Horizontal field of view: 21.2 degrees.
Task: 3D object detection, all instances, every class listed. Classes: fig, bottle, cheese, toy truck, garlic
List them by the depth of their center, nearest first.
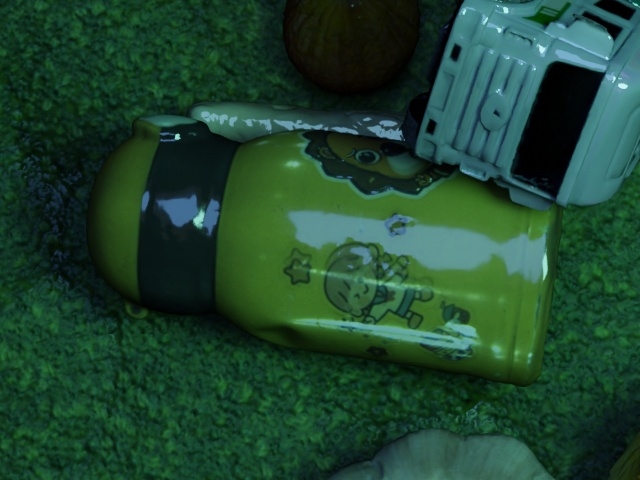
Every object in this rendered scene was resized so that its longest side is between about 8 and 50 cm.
[{"bbox_3d":[0.086,0.229,1.185,0.218,0.212,0.218,-1,79,7],"label":"garlic"},{"bbox_3d":[0.199,-0.164,1.239,0.178,0.176,0.363,27,38,16],"label":"toy truck"},{"bbox_3d":[0.000,0.000,1.271,0.351,0.171,0.171,8,75,5],"label":"bottle"},{"bbox_3d":[0.012,-0.175,1.342,0.119,0.153,0.119,1,92,29],"label":"fig"},{"bbox_3d":[-0.010,-0.087,1.352,0.194,0.065,0.043,3,103,7],"label":"cheese"}]

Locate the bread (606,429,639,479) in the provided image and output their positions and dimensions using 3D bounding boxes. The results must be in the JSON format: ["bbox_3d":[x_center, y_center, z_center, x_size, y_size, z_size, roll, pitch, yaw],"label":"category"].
[{"bbox_3d":[0.283,0.221,1.183,0.179,0.133,0.250,19,55,-2],"label":"bread"}]
